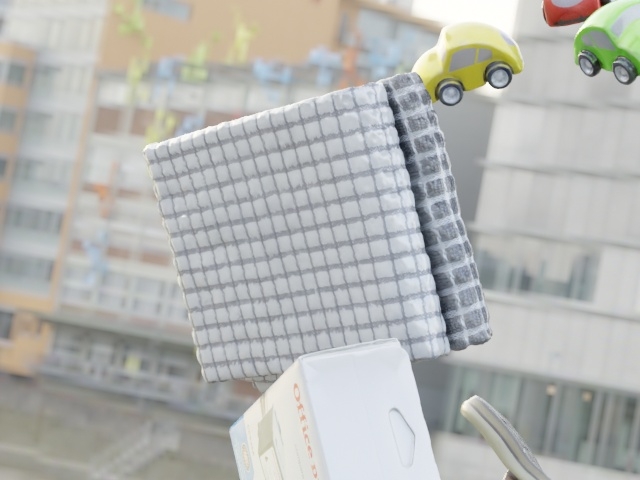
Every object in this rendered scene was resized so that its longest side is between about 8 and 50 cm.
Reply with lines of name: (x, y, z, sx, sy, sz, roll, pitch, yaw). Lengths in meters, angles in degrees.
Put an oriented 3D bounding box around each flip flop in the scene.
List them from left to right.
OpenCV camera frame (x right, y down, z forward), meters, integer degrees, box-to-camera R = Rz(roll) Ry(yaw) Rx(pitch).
flip flop: (0.227, 0.290, 2.124, 0.277, 0.080, 0.112, 53, 2, 31)

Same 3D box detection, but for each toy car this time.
toy car: (0.206, -0.175, 1.545, 0.239, 0.053, 0.225, -35, 28, -23)

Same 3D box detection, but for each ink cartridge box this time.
ink cartridge box: (0.009, 0.166, 1.352, 0.082, 0.139, 0.190, -8, -18, -19)

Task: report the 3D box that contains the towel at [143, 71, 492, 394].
towel: (0.000, 0.000, 1.595, 0.121, 0.235, 0.284, -17, 3, -43)
